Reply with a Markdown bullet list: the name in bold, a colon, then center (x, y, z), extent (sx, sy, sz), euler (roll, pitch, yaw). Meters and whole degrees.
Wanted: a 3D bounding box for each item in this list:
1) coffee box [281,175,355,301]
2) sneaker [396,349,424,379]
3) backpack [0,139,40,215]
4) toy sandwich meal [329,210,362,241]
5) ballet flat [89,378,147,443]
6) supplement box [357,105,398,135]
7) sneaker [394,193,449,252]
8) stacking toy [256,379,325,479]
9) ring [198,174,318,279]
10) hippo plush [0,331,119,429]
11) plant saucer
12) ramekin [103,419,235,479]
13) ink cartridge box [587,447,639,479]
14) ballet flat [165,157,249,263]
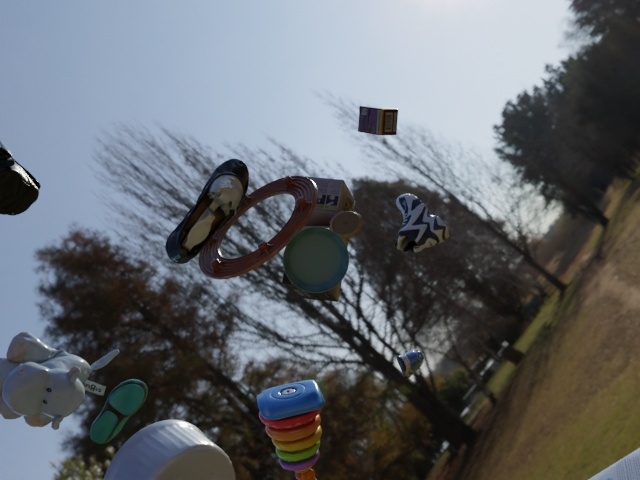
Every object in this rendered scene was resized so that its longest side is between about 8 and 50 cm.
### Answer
- **coffee box**: center (0.000, 0.000, 1.791), extent (0.168, 0.119, 0.297), euler (53, -135, -67)
- **sneaker**: center (0.303, 0.410, 2.234), extent (0.081, 0.080, 0.211), euler (-24, -14, -1)
- **backpack**: center (-0.627, -0.134, 1.241), extent (0.115, 0.182, 0.152), euler (-48, -14, -19)
- **toy sandwich meal**: center (0.058, -0.032, 1.532), extent (0.085, 0.086, 0.029), euler (-46, -37, -17)
- **ballet flat**: center (-0.519, 0.429, 1.756), extent (0.247, 0.083, 0.087), euler (-50, 4, 22)
- **supplement box**: center (0.117, -0.246, 1.375), extent (0.043, 0.083, 0.054), euler (-7, -72, -31)
- **sneaker**: center (0.270, -0.043, 2.083), extent (0.153, 0.235, 0.094), euler (-33, -38, -11)
- **stacking toy**: center (-0.057, 0.525, 1.727), extent (0.166, 0.301, 0.175), euler (-12, 11, -8)
- **ring**: center (-0.155, -0.043, 1.577), extent (0.337, 0.032, 0.336), euler (-28, 31, 18)
- **hippo plush**: center (-0.652, 0.373, 1.607), extent (0.236, 0.294, 0.234), euler (28, 98, 66)
- **plant saucer**: center (-0.009, 0.034, 1.207), extent (0.119, 0.119, 0.021), euler (-49, 8, -3)
- **ramekin**: center (-0.317, 0.544, 1.458), extent (0.277, 0.135, 0.277), euler (-8, -78, -43)
- **ink cartridge box**: center (0.656, 0.466, 1.181), extent (0.395, 0.151, 0.270), euler (-48, -2, 25)
- **ballet flat**: center (-0.232, -0.064, 1.472), extent (0.280, 0.095, 0.096), euler (-59, 21, -15)
